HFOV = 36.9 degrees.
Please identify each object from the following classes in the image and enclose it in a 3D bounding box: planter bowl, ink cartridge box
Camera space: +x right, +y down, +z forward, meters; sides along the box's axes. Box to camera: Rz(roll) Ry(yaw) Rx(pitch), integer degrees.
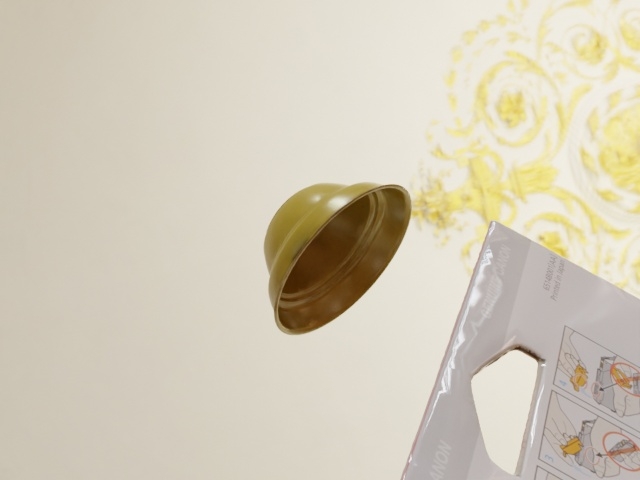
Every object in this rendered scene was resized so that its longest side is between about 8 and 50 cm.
[{"bbox_3d":[0.000,0.000,1.119,0.217,0.217,0.090,-35,-120,-26],"label":"planter bowl"},{"bbox_3d":[0.164,0.141,0.482,0.261,0.066,0.296,27,-143,4],"label":"ink cartridge box"}]
